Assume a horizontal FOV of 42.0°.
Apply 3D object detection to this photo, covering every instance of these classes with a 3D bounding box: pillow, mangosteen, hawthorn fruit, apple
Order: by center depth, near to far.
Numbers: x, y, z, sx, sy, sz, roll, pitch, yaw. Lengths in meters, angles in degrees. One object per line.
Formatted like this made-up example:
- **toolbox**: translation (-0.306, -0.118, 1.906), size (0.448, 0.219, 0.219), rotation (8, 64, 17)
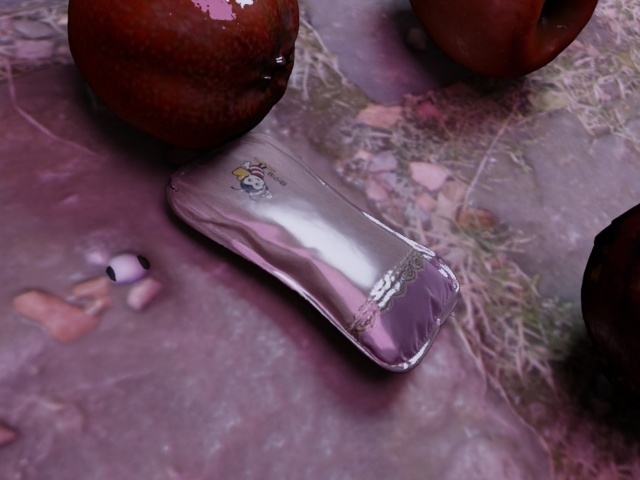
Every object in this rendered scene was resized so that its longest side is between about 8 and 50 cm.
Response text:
- **hawthorn fruit**: translation (-0.111, -0.157, 0.624), size (0.188, 0.169, 0.169), rotation (28, 51, 11)
- **mangosteen**: translation (0.300, 0.048, 0.627), size (0.210, 0.210, 0.209), rotation (11, 55, -16)
- **pillow**: translation (0.000, 0.000, 0.636), size (0.233, 0.038, 0.130), rotation (38, 48, 7)
- **apple**: translation (0.171, -0.250, 0.795), size (0.181, 0.181, 0.168), rotation (-25, 48, -34)
